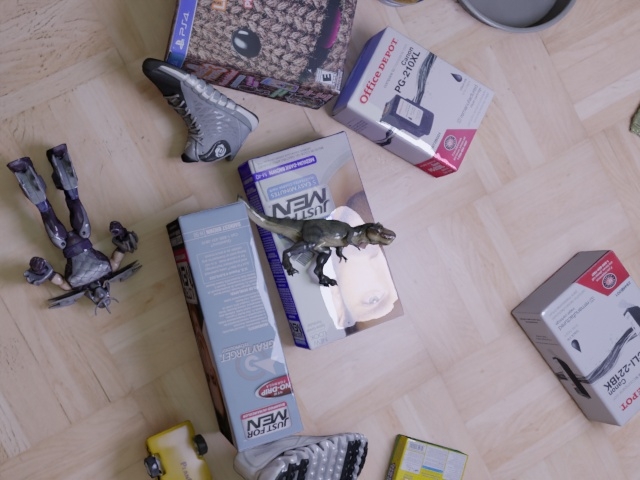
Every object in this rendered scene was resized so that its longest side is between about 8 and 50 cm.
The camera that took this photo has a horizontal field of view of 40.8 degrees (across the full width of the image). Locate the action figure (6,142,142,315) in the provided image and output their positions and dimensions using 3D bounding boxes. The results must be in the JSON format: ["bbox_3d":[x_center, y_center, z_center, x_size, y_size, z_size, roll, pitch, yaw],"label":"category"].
[{"bbox_3d":[-0.404,-0.007,1.396,0.185,0.099,0.284,-26,98,-24],"label":"action figure"}]

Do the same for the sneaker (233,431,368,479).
[{"bbox_3d":[-0.024,0.362,1.438,0.292,0.118,0.110,9,97,-53],"label":"sneaker"}]

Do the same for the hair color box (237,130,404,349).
[{"bbox_3d":[0.000,0.000,1.499,0.185,0.110,0.338,-19,94,-16],"label":"hair color box"}]

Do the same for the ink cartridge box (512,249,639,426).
[{"bbox_3d":[0.530,0.183,1.629,0.197,0.114,0.272,-39,98,-14],"label":"ink cartridge box"}]

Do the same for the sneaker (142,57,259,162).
[{"bbox_3d":[-0.217,-0.200,1.440,0.229,0.086,0.132,28,89,-33],"label":"sneaker"}]

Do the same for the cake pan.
[{"bbox_3d":[0.364,-0.535,1.650,0.293,0.054,0.293,1,87,-15],"label":"cake pan"}]

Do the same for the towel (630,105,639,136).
[{"bbox_3d":[0.693,-0.259,1.740,0.110,0.027,0.148,32,81,-11],"label":"towel"}]

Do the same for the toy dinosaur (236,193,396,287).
[{"bbox_3d":[-0.014,0.007,1.410,0.268,0.064,0.118,10,71,-13],"label":"toy dinosaur"}]

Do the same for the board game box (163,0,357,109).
[{"bbox_3d":[-0.101,-0.378,1.470,0.291,0.141,0.231,11,84,-15],"label":"board game box"}]

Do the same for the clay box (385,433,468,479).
[{"bbox_3d":[0.173,0.474,1.550,0.128,0.053,0.221,19,84,-14],"label":"clay box"}]

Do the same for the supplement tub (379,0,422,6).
[{"bbox_3d":[0.164,-0.501,1.518,0.145,0.200,0.144,1,87,-14],"label":"supplement tub"}]

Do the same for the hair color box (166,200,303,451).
[{"bbox_3d":[-0.146,0.135,1.410,0.114,0.185,0.374,-15,91,-15],"label":"hair color box"}]

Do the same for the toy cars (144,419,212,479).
[{"bbox_3d":[-0.143,0.449,1.451,0.394,0.087,0.176,32,69,-16],"label":"toy cars"}]

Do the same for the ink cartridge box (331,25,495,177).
[{"bbox_3d":[0.166,-0.247,1.558,0.237,0.100,0.171,29,80,-12],"label":"ink cartridge box"}]
